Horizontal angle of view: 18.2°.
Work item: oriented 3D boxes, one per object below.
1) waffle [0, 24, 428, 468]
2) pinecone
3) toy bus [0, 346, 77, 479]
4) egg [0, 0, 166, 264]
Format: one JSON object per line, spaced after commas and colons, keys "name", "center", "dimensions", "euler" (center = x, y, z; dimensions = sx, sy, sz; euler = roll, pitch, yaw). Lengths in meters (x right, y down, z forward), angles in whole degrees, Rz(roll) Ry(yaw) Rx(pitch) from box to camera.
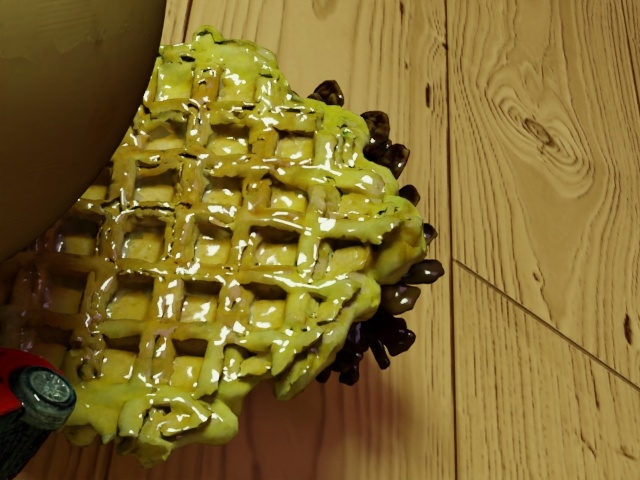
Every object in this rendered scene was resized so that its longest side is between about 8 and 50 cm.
{"name": "waffle", "center": [-0.081, -0.004, 1.048], "dimensions": [0.254, 0.052, 0.245], "euler": [-38, 61, -21]}
{"name": "pinecone", "center": [-0.003, 0.008, 1.180], "dimensions": [0.165, 0.163, 0.163], "euler": [54, 22, -27]}
{"name": "toy bus", "center": [-0.198, 0.089, 0.891], "dimensions": [0.089, 0.081, 0.195], "euler": [43, 28, 16]}
{"name": "egg", "center": [-0.235, -0.110, 0.865], "dimensions": [0.301, 0.301, 0.374], "euler": [52, 35, 12]}
